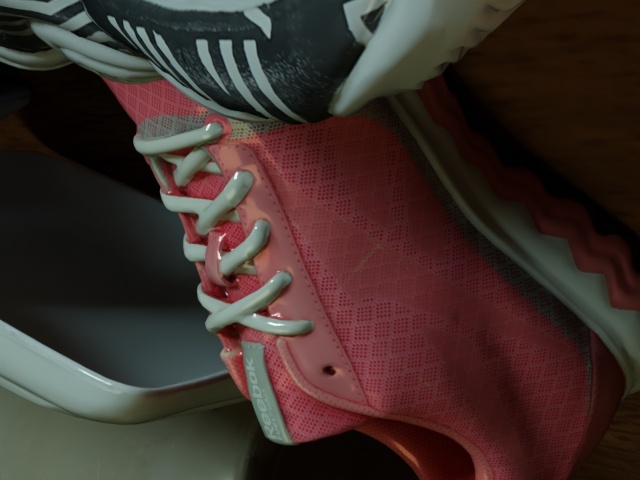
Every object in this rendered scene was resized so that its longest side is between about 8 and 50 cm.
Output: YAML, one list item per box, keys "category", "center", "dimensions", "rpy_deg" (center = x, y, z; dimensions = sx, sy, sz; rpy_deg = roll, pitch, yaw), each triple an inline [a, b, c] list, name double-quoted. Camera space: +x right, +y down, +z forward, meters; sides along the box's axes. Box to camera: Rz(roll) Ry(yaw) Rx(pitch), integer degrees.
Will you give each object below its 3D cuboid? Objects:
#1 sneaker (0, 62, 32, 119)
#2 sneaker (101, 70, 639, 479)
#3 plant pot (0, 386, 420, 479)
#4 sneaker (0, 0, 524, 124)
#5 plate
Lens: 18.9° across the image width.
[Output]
- category: "sneaker"
  center: [-0.205, -0.141, 0.733]
  dimensions: [0.111, 0.121, 0.300]
  rpy_deg: [-114, 5, -46]
- category: "sneaker"
  center: [0.001, 0.000, 0.698]
  dimensions: [0.314, 0.136, 0.116]
  rpy_deg: [38, 163, -23]
- category: "plant pot"
  center: [-0.083, 0.163, 1.148]
  dimensions: [0.280, 0.323, 0.323]
  rpy_deg: [-9, 140, 43]
- category: "sneaker"
  center: [-0.075, -0.135, 0.410]
  dimensions: [0.210, 0.137, 0.366]
  rpy_deg: [35, 168, -25]
- category: "plate"
  center: [-0.120, 0.020, 0.924]
  dimensions: [0.277, 0.045, 0.278]
  rpy_deg: [23, -166, 27]
